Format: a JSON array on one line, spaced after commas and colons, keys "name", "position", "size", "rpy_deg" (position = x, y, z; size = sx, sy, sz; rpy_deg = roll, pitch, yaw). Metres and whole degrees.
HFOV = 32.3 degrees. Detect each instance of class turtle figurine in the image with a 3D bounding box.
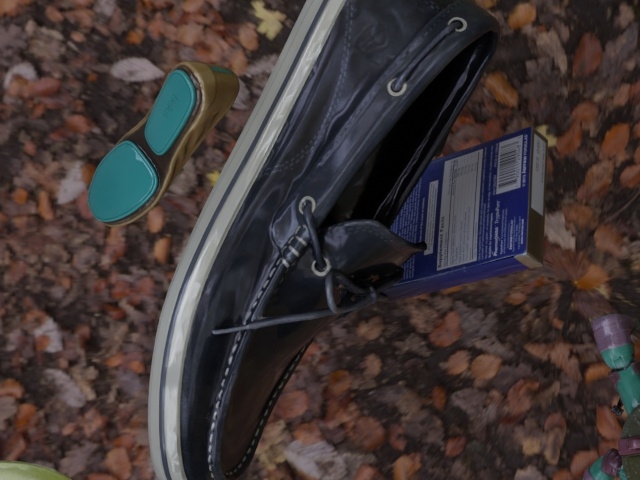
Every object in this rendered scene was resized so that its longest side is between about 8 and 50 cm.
[{"name": "turtle figurine", "position": [0.301, 0.174, 0.938], "size": [0.175, 0.118, 0.234], "rpy_deg": [-8, 74, 14]}]

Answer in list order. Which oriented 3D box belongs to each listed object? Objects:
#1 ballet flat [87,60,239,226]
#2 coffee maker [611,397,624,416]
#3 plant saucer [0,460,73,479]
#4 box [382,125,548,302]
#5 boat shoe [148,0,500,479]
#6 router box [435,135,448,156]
[{"name": "ballet flat", "position": [-0.153, -0.090, 1.103], "size": [0.232, 0.073, 0.080], "rpy_deg": [-43, 72, 40]}, {"name": "coffee maker", "position": [0.472, 0.174, 1.300], "size": [0.178, 0.120, 0.171], "rpy_deg": [35, 118, 19]}, {"name": "plant saucer", "position": [-0.241, 0.244, 0.696], "size": [0.241, 0.241, 0.037], "rpy_deg": [-8, 128, 13]}, {"name": "box", "position": [0.121, -0.018, 1.095], "size": [0.225, 0.036, 0.136], "rpy_deg": [-16, 57, 41]}, {"name": "boat shoe", "position": [0.000, 0.000, 0.923], "size": [0.156, 0.187, 0.500], "rpy_deg": [25, 92, 18]}, {"name": "router box", "position": [0.059, -0.157, 1.435], "size": [0.179, 0.133, 0.046], "rpy_deg": [2, 64, 48]}]
